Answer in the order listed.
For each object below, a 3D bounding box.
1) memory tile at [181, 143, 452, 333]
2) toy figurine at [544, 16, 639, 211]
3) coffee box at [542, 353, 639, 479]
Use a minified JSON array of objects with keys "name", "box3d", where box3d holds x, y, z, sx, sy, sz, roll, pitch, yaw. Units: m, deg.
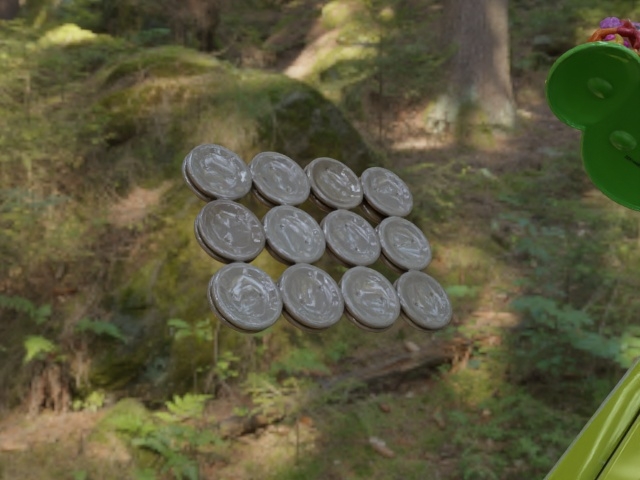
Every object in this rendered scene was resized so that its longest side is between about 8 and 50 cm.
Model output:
[{"name":"memory tile","box3d":[0.000,0.000,0.446,0.148,0.113,0.012,4,-36,-33]},{"name":"toy figurine","box3d":[0.257,-0.129,0.666,0.173,0.130,0.159,31,40,-10]},{"name":"coffee box","box3d":[0.249,0.280,0.451,0.338,0.338,0.334,38,1,28]}]
